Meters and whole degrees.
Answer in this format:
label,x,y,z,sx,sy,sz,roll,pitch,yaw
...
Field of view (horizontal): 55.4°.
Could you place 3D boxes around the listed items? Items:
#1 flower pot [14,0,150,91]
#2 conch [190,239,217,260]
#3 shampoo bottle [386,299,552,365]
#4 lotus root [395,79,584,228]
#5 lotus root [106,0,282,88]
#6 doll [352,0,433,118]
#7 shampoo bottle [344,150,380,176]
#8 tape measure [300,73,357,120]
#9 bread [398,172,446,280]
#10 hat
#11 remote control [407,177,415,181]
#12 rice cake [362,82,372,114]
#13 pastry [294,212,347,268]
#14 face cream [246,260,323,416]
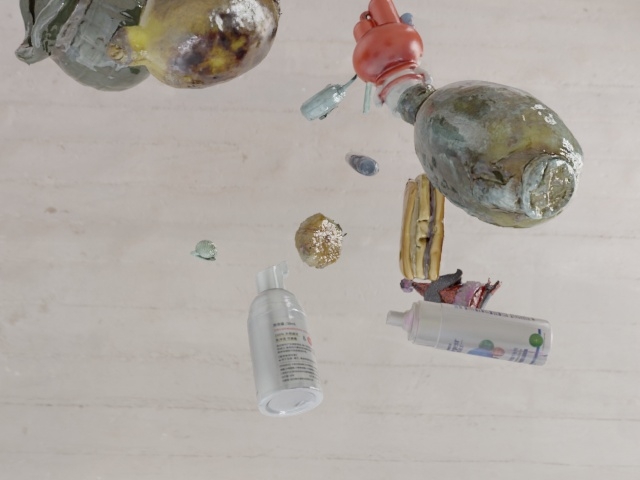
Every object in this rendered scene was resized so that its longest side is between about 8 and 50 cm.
label,x,y,z,sx,sy,sz,roll,pitch,yaw
flower pot,-0.399,-0.425,1.090,0.213,0.301,0.302,15,66,-39
conch,-0.340,0.029,1.808,0.085,0.076,0.057,7,63,35
shampoo bottle,0.278,0.172,1.167,0.303,0.092,0.092,9,71,2
lotus root,0.225,-0.130,0.837,0.174,0.175,0.350,-23,37,-8
lotus root,-0.169,-0.312,0.904,0.141,0.169,0.314,38,54,25
doll,0.148,-0.406,1.329,0.160,0.130,0.291,-24,67,15
shampoo bottle,0.111,-0.204,1.619,0.087,0.234,0.049,20,100,-5
tape measure,0.042,-0.457,1.924,0.164,0.330,0.084,-44,103,-17
bread,0.184,-0.026,1.104,0.077,0.116,0.201,4,101,6
hat,0.291,0.124,1.438,0.227,0.128,0.140,20,96,32
remote control,0.326,-0.174,1.989,0.096,0.039,0.014,21,38,30
rice cake,0.159,-0.480,2.044,0.022,0.121,0.022,-4,39,-12
pastry,-0.004,0.001,1.675,0.153,0.081,0.154,-8,105,-35
face cream,-0.098,0.206,1.407,0.145,0.145,0.370,-11,51,-5
